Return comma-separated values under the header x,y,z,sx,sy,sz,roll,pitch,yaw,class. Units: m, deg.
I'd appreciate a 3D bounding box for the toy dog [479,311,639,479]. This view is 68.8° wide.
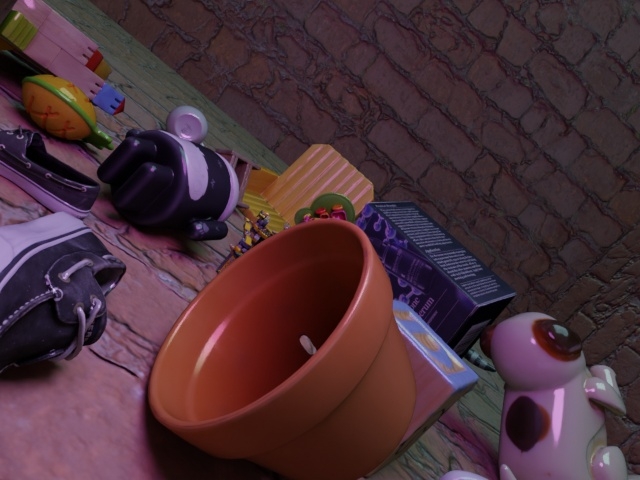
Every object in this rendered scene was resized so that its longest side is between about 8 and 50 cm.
x,y,z,sx,sy,sz,roll,pitch,yaw,class
0.506,0.372,1.079,0.395,0.408,0.284,-2,-11,-24,toy dog

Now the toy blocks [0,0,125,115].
x,y,z,sx,sy,sz,roll,pitch,yaw,class
-0.562,-0.396,0.994,0.381,0.191,0.261,29,-6,40,toy blocks

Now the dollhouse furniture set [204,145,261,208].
x,y,z,sx,sy,sz,roll,pitch,yaw,class
-0.287,-0.177,1.311,0.183,0.129,0.129,13,-7,33,dollhouse furniture set

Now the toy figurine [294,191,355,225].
x,y,z,sx,sy,sz,roll,pitch,yaw,class
0.006,-0.039,1.231,0.159,0.173,0.130,-79,159,-67,toy figurine

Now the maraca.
x,y,z,sx,sy,sz,roll,pitch,yaw,class
-0.475,-0.235,0.886,0.127,0.099,0.186,14,-24,39,maraca

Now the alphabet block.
x,y,z,sx,sy,sz,roll,pitch,yaw,class
0.112,0.231,0.782,0.193,0.197,0.192,47,13,29,alphabet block

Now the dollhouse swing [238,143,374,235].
x,y,z,sx,sy,sz,roll,pitch,yaw,class
-0.046,-0.152,1.454,0.347,0.305,0.315,46,12,19,dollhouse swing

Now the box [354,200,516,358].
x,y,z,sx,sy,sz,roll,pitch,yaw,class
0.244,0.124,1.246,0.212,0.294,0.395,-5,42,-43,box

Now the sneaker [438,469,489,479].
x,y,z,sx,sy,sz,roll,pitch,yaw,class
0.292,0.468,0.730,0.258,0.094,0.091,41,7,-2,sneaker

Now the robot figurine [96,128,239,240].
x,y,z,sx,sy,sz,roll,pitch,yaw,class
-0.272,-0.103,0.874,0.173,0.209,0.278,0,-2,20,robot figurine

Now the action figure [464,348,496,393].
x,y,z,sx,sy,sz,roll,pitch,yaw,class
0.381,0.307,1.456,0.341,0.178,0.330,18,35,-55,action figure

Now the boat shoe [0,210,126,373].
x,y,z,sx,sy,sz,roll,pitch,yaw,class
-0.255,0.054,0.438,0.119,0.121,0.335,33,11,-16,boat shoe

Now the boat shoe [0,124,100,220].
x,y,z,sx,sy,sz,roll,pitch,yaw,class
-0.424,-0.123,0.675,0.228,0.076,0.080,39,11,-8,boat shoe

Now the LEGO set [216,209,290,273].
x,y,z,sx,sy,sz,roll,pitch,yaw,class
-0.060,0.023,1.016,0.255,0.192,0.331,41,11,0,LEGO set

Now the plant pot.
x,y,z,sx,sy,sz,roll,pitch,yaw,class
-0.019,0.144,0.551,0.203,0.290,0.291,53,5,-25,plant pot

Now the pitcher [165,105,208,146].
x,y,z,sx,sy,sz,roll,pitch,yaw,class
-0.411,-0.344,1.494,0.178,0.125,0.207,52,-6,-24,pitcher
